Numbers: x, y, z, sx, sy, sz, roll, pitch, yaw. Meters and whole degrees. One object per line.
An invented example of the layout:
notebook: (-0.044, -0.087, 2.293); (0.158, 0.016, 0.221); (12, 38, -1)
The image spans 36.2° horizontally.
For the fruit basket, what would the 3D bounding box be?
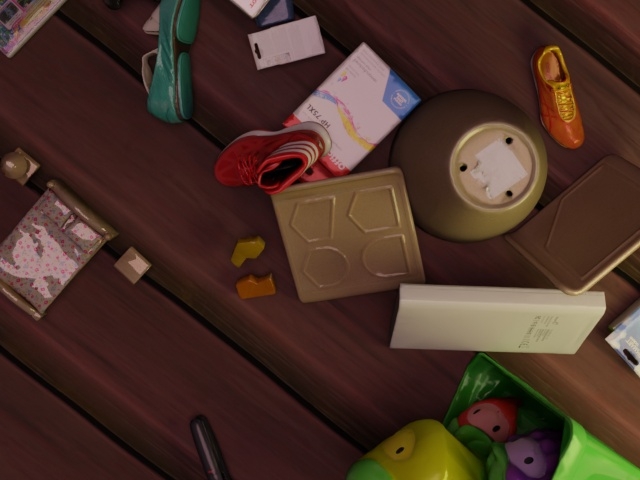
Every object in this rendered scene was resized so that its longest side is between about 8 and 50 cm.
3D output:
fruit basket: (0.229, 0.334, 1.478); (0.392, 0.392, 0.282); (23, 94, -2)

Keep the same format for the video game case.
video game case: (-0.505, -0.403, 1.596); (0.143, 0.019, 0.157); (45, 92, -3)

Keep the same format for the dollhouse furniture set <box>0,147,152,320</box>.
dollhouse furniture set: (-0.509, 0.038, 1.553); (0.355, 0.174, 0.303); (41, 94, -3)

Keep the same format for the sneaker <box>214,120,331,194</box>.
sneaker: (-0.100, -0.118, 1.524); (0.221, 0.128, 0.087); (-19, 107, 34)

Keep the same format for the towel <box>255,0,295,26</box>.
towel: (-0.083, -0.409, 1.590); (0.067, 0.029, 0.119); (-12, 94, 0)

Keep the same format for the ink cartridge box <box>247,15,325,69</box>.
ink cartridge box: (-0.055, -0.321, 1.594); (0.115, 0.029, 0.062); (-15, 101, 2)

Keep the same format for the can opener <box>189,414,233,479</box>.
can opener: (-0.178, 0.382, 1.635); (0.073, 0.059, 0.186); (-18, 95, 2)

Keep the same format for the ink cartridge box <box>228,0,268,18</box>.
ink cartridge box: (-0.129, -0.426, 1.535); (0.135, 0.056, 0.099); (39, 92, -12)

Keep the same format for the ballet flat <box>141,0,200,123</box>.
ballet flat: (-0.247, -0.313, 1.575); (0.087, 0.083, 0.247); (5, 93, 14)

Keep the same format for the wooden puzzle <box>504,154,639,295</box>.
wooden puzzle: (0.432, -0.024, 1.535); (0.239, 0.221, 0.044); (-36, 119, 1)

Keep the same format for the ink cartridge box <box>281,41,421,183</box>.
ink cartridge box: (0.034, -0.189, 1.582); (0.134, 0.078, 0.231); (44, 94, -3)

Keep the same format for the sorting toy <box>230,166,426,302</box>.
sorting toy: (0.000, 0.000, 1.576); (0.307, 0.041, 0.229); (-9, 120, 11)

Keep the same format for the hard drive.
hard drive: (0.270, 0.127, 1.551); (0.308, 0.203, 0.040); (2, 63, 0)

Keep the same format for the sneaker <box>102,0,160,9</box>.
sneaker: (-0.261, -0.441, 1.567); (0.234, 0.078, 0.106); (-26, 106, -3)

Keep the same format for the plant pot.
plant pot: (0.242, -0.113, 1.490); (0.257, 0.274, 0.256); (0, 94, -1)

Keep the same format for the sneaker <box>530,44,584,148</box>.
sneaker: (0.383, -0.230, 1.585); (0.064, 0.067, 0.175); (-22, 96, 0)

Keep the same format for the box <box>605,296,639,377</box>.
box: (0.566, 0.137, 1.624); (0.178, 0.042, 0.109); (-43, 92, 3)
